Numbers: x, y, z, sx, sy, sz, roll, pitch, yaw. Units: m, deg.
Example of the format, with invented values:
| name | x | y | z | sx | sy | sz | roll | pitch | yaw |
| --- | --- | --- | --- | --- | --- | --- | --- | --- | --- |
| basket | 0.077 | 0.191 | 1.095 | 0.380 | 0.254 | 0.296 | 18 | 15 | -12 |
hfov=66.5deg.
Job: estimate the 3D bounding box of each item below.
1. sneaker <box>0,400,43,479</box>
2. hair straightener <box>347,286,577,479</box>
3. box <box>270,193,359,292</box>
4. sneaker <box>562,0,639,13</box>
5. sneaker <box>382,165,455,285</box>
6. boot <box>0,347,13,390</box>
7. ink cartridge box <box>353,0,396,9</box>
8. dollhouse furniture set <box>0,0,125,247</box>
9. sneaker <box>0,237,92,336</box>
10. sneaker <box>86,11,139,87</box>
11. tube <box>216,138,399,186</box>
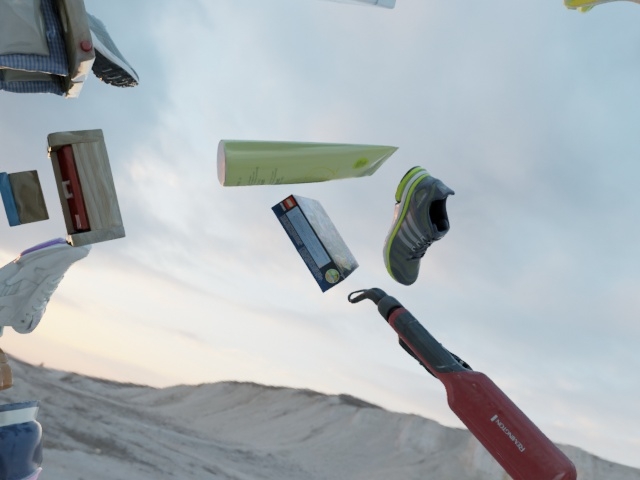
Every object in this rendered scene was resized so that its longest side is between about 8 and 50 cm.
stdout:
| name | x | y | z | sx | sy | sz | roll | pitch | yaw |
| --- | --- | --- | --- | --- | --- | --- | --- | --- | --- |
| sneaker | -0.425 | 0.297 | 0.624 | 0.112 | 0.131 | 0.319 | -1 | -24 | -34 |
| hair straightener | 0.108 | 0.121 | 0.425 | 0.230 | 0.047 | 0.089 | 41 | -4 | 30 |
| box | 0.000 | 0.000 | 0.872 | 0.159 | 0.044 | 0.233 | 58 | 10 | 3 |
| sneaker | 0.312 | -0.368 | 0.588 | 0.384 | 0.145 | 0.147 | 36 | -56 | 18 |
| sneaker | 0.229 | -0.014 | 1.137 | 0.121 | 0.111 | 0.300 | 35 | -48 | 42 |
| boot | -0.596 | 0.262 | 0.834 | 0.072 | 0.197 | 0.152 | -21 | -16 | 7 |
| ink cartridge box | -0.019 | -0.386 | 0.639 | 0.211 | 0.289 | 0.122 | 17 | -64 | 17 |
| dollhouse furniture set | -0.221 | -0.079 | 0.335 | 0.129 | 0.184 | 0.129 | -15 | 9 | -30 |
| sneaker | -0.586 | 0.097 | 1.005 | 0.152 | 0.305 | 0.114 | 61 | 8 | -8 |
| sneaker | -0.544 | -0.482 | 1.211 | 0.100 | 0.108 | 0.271 | -2 | -24 | 21 |
| tube | -0.016 | -0.105 | 0.661 | 0.240 | 0.062 | 0.070 | -4 | 25 | -23 |
